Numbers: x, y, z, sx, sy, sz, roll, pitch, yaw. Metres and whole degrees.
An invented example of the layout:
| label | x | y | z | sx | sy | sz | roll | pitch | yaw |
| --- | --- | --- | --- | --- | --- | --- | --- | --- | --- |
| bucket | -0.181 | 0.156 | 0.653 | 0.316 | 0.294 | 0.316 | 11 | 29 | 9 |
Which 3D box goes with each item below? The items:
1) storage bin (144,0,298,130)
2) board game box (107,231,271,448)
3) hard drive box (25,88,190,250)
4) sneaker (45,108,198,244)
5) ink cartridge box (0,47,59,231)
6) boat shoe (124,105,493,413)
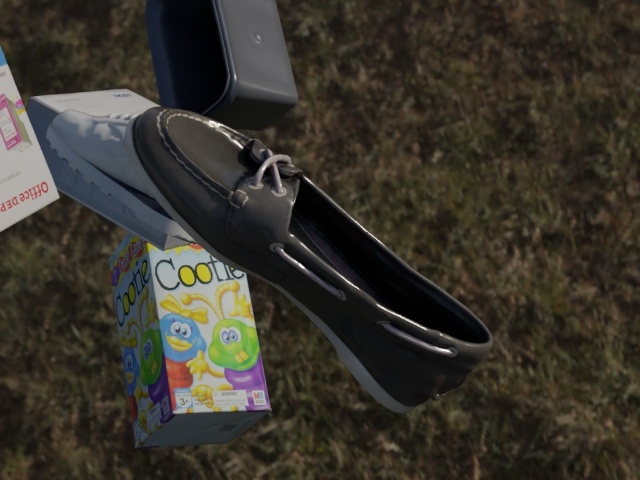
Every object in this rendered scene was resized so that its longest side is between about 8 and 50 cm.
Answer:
| label | x | y | z | sx | sy | sz | roll | pitch | yaw |
| --- | --- | --- | --- | --- | --- | --- | --- | --- | --- |
| storage bin | -0.080 | -0.149 | 1.018 | 0.098 | 0.091 | 0.135 | -32 | 62 | 40 |
| board game box | -0.179 | 0.121 | 1.654 | 0.142 | 0.144 | 0.275 | 2 | 62 | -30 |
| hard drive box | -0.206 | -0.090 | 1.446 | 0.232 | 0.089 | 0.181 | 29 | 22 | 23 |
| sneaker | -0.156 | -0.077 | 1.130 | 0.235 | 0.090 | 0.095 | 31 | 98 | 33 |
| ink cartridge box | -0.222 | -0.063 | 0.766 | 0.052 | 0.122 | 0.088 | -12 | 15 | 23 |
| boat shoe | 0.000 | 0.000 | 0.959 | 0.095 | 0.335 | 0.112 | -35 | 22 | 29 |
